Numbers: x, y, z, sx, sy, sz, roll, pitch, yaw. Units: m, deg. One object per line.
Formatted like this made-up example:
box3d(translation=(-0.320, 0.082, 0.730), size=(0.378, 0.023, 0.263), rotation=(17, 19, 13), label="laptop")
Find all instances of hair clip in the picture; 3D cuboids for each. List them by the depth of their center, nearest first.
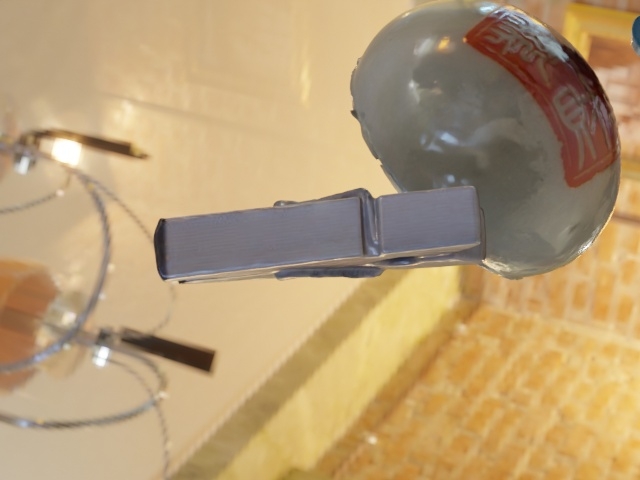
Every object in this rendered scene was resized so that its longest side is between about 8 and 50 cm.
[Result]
box3d(translation=(0.000, -0.004, 1.493), size=(0.101, 0.331, 0.085), rotation=(52, -148, -70), label="hair clip")

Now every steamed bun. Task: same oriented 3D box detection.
box3d(translation=(0.226, -0.144, 1.807), size=(0.241, 0.374, 0.374), rotation=(-37, -13, 22), label="steamed bun")

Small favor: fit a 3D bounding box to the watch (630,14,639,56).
box3d(translation=(0.534, -0.336, 1.987), size=(0.193, 0.211, 0.211), rotation=(101, -167, -66), label="watch")
